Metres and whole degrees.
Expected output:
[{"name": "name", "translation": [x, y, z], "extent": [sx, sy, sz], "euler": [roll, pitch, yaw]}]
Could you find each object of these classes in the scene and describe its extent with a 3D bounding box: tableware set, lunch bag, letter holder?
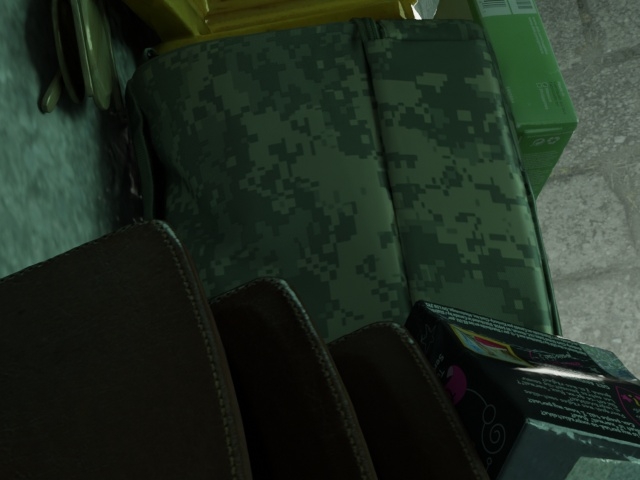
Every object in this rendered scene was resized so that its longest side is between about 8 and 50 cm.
[{"name": "tableware set", "translation": [-0.173, -0.179, 0.815], "extent": [0.128, 0.039, 0.194], "euler": [-106, -174, -89]}, {"name": "lunch bag", "translation": [0.000, 0.000, 0.875], "extent": [0.212, 0.255, 0.305], "euler": [123, -39, -66]}, {"name": "letter holder", "translation": [-0.033, 0.129, 0.556], "extent": [0.302, 0.214, 0.152], "euler": [-108, 172, -50]}]

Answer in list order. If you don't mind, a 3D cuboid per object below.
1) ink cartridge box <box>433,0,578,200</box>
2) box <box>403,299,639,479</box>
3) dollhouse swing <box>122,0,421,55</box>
[{"name": "ink cartridge box", "translation": [0.122, -0.092, 0.997], "extent": [0.235, 0.056, 0.171], "euler": [106, -26, -57]}, {"name": "box", "translation": [0.098, 0.187, 0.719], "extent": [0.163, 0.247, 0.142], "euler": [16, 18, -27]}, {"name": "dollhouse swing", "translation": [-0.049, -0.321, 0.946], "extent": [0.305, 0.315, 0.347], "euler": [139, -62, -78]}]
